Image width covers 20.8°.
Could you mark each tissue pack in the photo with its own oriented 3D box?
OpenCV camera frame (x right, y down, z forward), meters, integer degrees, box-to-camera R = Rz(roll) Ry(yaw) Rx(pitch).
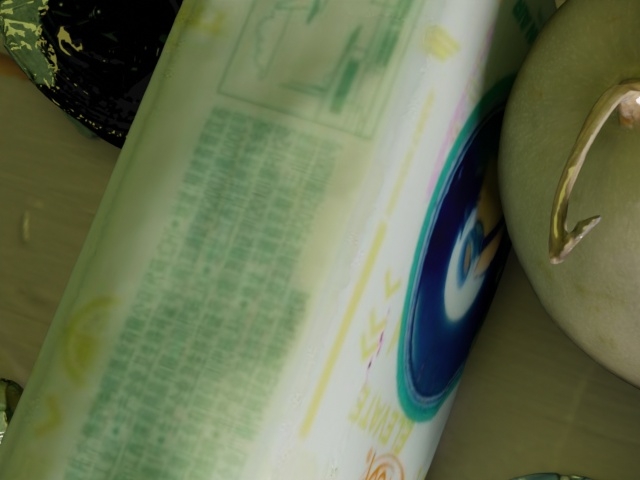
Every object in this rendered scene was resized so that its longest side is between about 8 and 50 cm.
[{"bbox_3d":[0.000,0.000,0.950,0.162,0.287,0.388,18,80,21],"label":"tissue pack"}]

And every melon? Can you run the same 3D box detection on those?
[{"bbox_3d":[0.226,-0.032,0.903,0.271,0.308,0.272,-10,57,15],"label":"melon"}]

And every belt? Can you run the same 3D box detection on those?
[{"bbox_3d":[-0.120,-0.137,1.113,0.198,0.078,0.151,39,90,14],"label":"belt"}]

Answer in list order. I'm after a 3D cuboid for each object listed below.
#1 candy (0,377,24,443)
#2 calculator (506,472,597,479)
[{"bbox_3d":[-0.188,0.185,1.069,0.061,0.061,0.202,-14,82,7],"label":"candy"},{"bbox_3d":[0.138,0.237,0.992,0.121,0.039,0.210,-15,75,9],"label":"calculator"}]
